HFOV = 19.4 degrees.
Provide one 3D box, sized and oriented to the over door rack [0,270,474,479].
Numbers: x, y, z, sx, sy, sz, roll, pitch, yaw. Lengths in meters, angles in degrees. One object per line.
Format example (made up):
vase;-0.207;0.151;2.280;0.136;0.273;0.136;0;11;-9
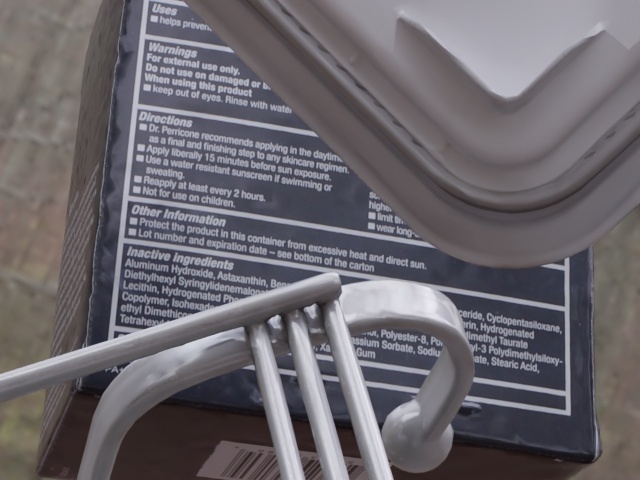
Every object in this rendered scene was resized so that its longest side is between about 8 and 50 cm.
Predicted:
over door rack;-0.103;0.132;0.371;0.324;0.239;0.108;-8;-50;-7

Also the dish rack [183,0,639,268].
dish rack;0.051;-0.188;0.659;0.333;0.285;0.072;46;-2;11

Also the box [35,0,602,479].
box;0.000;0.000;1.122;0.296;0.294;0.183;10;-24;-13
